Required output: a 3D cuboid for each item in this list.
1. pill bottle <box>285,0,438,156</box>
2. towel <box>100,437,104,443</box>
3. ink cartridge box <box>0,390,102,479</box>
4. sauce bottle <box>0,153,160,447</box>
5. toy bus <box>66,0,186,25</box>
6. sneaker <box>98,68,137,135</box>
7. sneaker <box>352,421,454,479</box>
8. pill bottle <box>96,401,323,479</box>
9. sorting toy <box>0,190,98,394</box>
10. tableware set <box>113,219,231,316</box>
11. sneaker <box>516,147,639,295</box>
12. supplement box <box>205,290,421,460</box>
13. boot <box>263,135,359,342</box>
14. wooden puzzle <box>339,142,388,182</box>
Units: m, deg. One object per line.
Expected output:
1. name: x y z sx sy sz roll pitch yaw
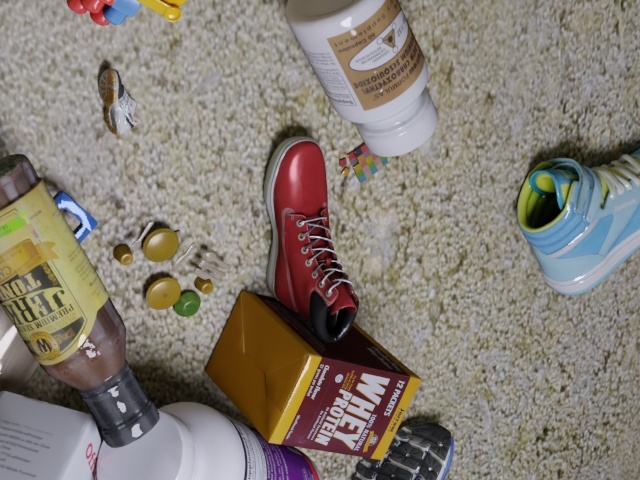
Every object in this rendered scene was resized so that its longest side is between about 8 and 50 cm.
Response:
1. pill bottle: 0.060 -0.219 1.568 0.131 0.131 0.229 -38 128 -9
2. towel: -0.275 0.447 1.756 0.312 0.056 0.324 -50 130 -1
3. ink cartridge box: -0.362 0.367 1.476 0.223 0.129 0.307 88 19 -51
4. sauce bottle: -0.288 0.074 1.410 0.111 0.111 0.344 -33 107 -13
5. toy bus: -0.216 -0.331 1.347 0.220 0.149 0.211 29 113 -36
6. sneaker: -0.234 -0.166 1.482 0.037 0.032 0.083 -28 132 -34
7. sneaker: 0.113 0.429 1.964 0.147 0.130 0.330 18 102 -56
8. pill bottle: -0.136 0.313 1.603 0.181 0.181 0.323 -51 144 1
9. sorting toy: -0.405 0.079 1.491 0.196 0.047 0.347 27 97 -34
10. tableware set: -0.195 0.038 1.616 0.154 0.024 0.104 31 99 -40
11. sneaker: 0.424 -0.083 1.872 0.319 0.127 0.208 -46 130 -4
12. supplement box: -0.011 0.181 1.694 0.194 0.191 0.129 16 104 -37
13. boot: 0.000 0.000 1.618 0.088 0.176 0.244 -11 118 -25
14. wooden puzzle: 0.064 -0.109 1.708 0.083 0.006 0.049 -35 128 -12
